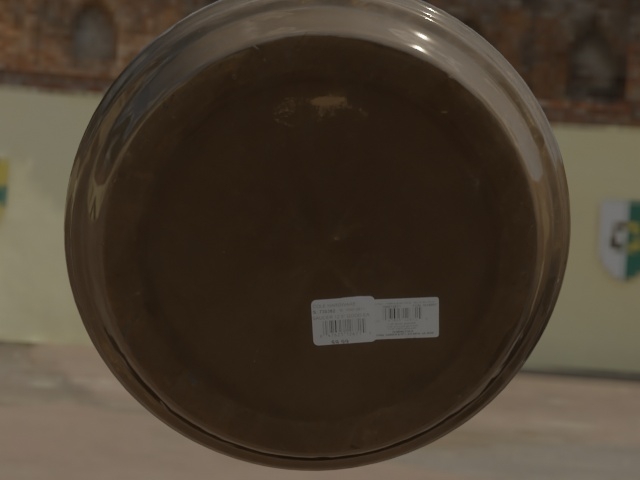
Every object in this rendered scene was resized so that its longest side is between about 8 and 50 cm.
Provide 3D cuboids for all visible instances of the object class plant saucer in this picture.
[{"bbox_3d":[0.000,0.000,0.956,0.278,0.277,0.041,4,15,-5],"label":"plant saucer"}]
